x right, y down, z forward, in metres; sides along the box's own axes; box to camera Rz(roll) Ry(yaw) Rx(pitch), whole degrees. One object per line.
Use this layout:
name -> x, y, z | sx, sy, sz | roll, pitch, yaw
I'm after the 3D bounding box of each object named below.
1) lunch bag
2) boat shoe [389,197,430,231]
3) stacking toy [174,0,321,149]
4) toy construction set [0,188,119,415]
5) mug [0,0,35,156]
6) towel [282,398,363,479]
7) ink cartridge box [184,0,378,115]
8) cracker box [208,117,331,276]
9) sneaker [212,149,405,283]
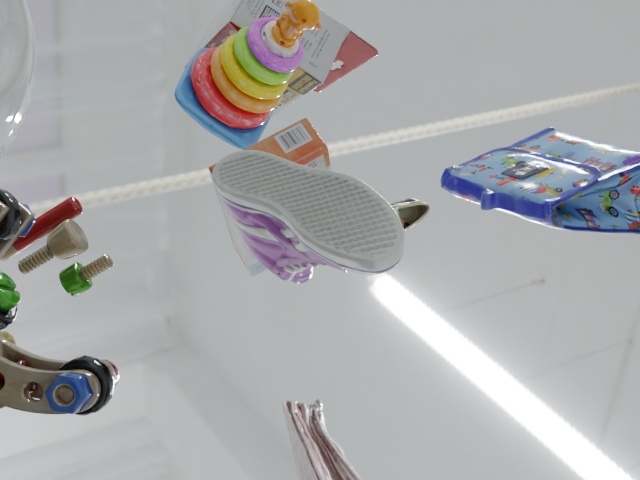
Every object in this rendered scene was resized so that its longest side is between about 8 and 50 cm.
lunch bag -> 0.350, -0.078, 1.609 | 0.221, 0.293, 0.138 | 25, -61, 46
boat shoe -> 0.106, -0.028, 1.476 | 0.043, 0.137, 0.049 | 2, -70, 41
stacking toy -> -0.095, -0.309, 1.703 | 0.175, 0.166, 0.302 | 35, -42, -16
toy construction set -> -0.360, 0.086, 1.057 | 0.257, 0.237, 0.309 | 56, 11, -21
mug -> -0.412, -0.188, 0.871 | 0.328, 0.276, 0.374 | -13, -86, 46
towel -> 0.041, 0.354, 1.021 | 0.317, 0.053, 0.332 | -133, -151, -74
ink cartridge box -> -0.080, -0.348, 1.956 | 0.130, 0.272, 0.309 | -63, -164, -16
cracker box -> -0.062, -0.057, 1.472 | 0.067, 0.155, 0.232 | 56, -12, 28
sneaker -> 0.001, -0.001, 1.212 | 0.282, 0.102, 0.161 | 29, -31, 40
